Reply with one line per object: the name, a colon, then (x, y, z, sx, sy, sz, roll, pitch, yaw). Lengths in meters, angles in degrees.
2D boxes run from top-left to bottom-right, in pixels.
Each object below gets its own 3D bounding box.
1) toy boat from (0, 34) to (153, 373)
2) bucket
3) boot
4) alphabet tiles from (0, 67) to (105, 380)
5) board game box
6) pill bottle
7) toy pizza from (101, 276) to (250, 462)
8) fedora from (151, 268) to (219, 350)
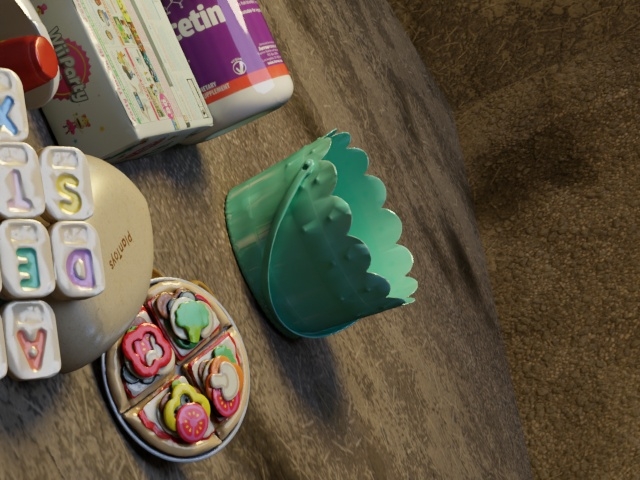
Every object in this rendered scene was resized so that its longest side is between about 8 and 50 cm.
toy boat: (-0.277, -0.040, 1.537, 0.267, 0.148, 0.318, -60, 132, -65)
bucket: (0.000, 0.000, 2.287, 0.281, 0.183, 0.281, 57, 18, -30)
boot: (-0.341, -0.269, 1.693, 0.258, 0.095, 0.123, 61, 23, -15)
alphabet tiles: (-0.302, -0.017, 1.346, 0.284, 0.021, 0.278, 1, 78, -48)
board game box: (-0.251, -0.211, 1.920, 0.224, 0.098, 0.303, 65, 14, -1)
pill bottle: (-0.175, -0.301, 2.142, 0.323, 0.181, 0.181, 66, 15, -1)
toy pizza: (-0.147, 0.136, 1.709, 0.201, 0.032, 0.201, 16, 66, -40)
fedora: (-0.151, 0.107, 1.818, 0.194, 0.079, 0.194, 57, 19, -31)
